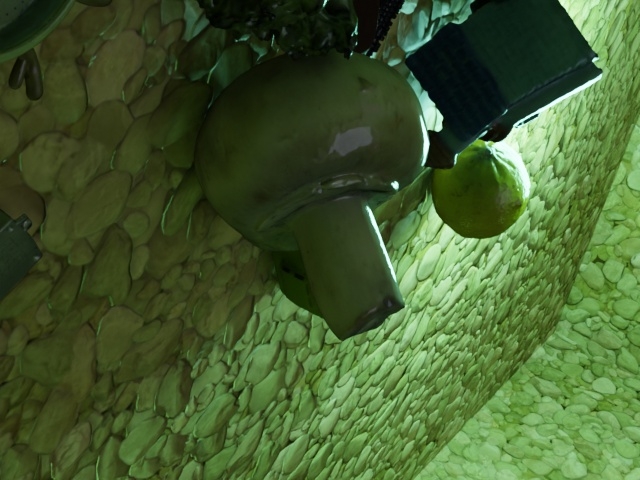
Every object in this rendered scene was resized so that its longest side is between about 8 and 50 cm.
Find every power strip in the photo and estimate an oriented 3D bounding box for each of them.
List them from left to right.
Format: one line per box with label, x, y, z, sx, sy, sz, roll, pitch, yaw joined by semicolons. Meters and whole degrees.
power strip;-0.354;0.042;0.887;0.175;0.042;0.075;-49;152;-19

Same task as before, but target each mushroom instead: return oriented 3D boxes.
mushroom;0.014;-0.055;1.098;0.314;0.336;0.314;-22;169;-5

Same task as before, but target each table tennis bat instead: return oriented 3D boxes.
table tennis bat;0.033;-0.271;1.270;0.154;0.021;0.274;-35;139;-37

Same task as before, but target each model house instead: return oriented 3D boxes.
model house;0.267;-0.272;1.532;0.329;0.252;0.295;-39;179;6

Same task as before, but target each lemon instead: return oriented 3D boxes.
lemon;0.314;-0.102;1.767;0.192;0.192;0.231;-49;159;-22

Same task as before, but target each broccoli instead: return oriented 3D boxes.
broccoli;-0.021;-0.321;0.892;0.288;0.245;0.248;8;81;-60

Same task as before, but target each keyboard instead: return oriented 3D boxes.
keyboard;0.092;-0.335;1.334;0.196;0.018;0.060;-61;151;1

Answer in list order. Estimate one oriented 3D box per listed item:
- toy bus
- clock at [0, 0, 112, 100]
toy bus;0.000;0.000;1.383;0.150;0.128;0.262;-46;150;-27
clock;-0.274;-0.239;0.686;0.235;0.096;0.308;-56;154;-12
